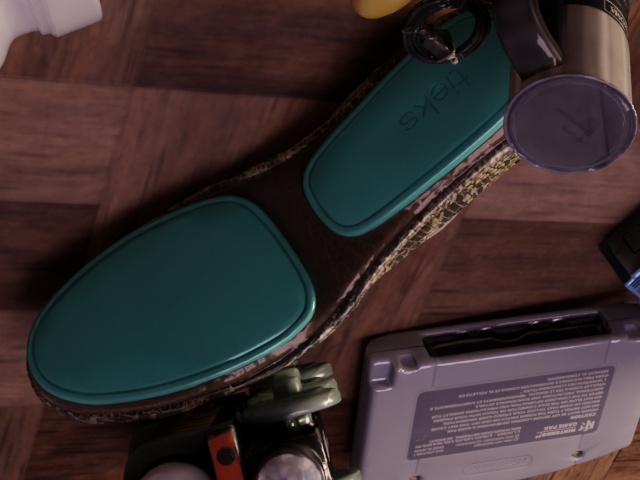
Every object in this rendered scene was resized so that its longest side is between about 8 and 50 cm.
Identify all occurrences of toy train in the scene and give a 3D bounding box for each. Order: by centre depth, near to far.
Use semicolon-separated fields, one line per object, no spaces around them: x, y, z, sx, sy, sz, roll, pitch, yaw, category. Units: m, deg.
-0.066;0.185;1.211;0.190;0.334;0.142;-16;91;-1;toy train
0.352;-0.008;1.377;0.184;0.080;0.105;-44;128;17;toy train

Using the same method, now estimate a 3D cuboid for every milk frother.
0.129;-0.114;0.994;0.129;0.135;0.143;34;130;-22;milk frother

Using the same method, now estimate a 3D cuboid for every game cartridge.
0.175;0.158;1.450;0.294;0.060;0.196;-6;129;-14;game cartridge

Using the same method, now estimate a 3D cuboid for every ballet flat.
0.000;0.000;1.179;0.483;0.164;0.182;-36;158;7;ballet flat

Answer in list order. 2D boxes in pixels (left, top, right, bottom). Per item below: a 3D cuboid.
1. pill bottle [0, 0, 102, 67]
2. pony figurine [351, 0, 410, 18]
-0.282;-0.149;0.885;0.278;0.162;0.162;-20;136;-8;pill bottle
0.079;-0.316;0.858;0.351;0.303;0.363;-27;152;12;pony figurine
